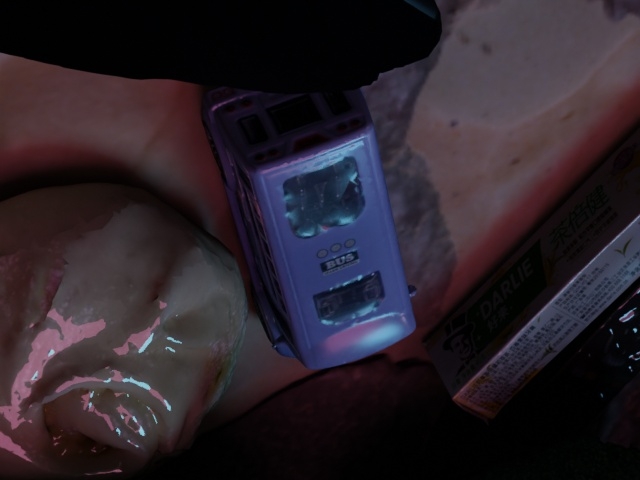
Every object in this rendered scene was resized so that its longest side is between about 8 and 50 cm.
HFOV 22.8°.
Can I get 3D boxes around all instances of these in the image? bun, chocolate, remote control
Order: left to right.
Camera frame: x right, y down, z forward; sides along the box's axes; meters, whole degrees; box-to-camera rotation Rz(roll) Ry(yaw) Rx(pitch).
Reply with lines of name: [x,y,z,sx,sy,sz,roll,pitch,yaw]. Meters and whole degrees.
bun: [-0.111,0.065,0.701,0.183,0.102,0.183,-14,137,-13]
chocolate: [-0.060,-0.162,0.524,0.224,0.206,0.177,23,72,-49]
remote control: [0.188,0.026,0.863,0.063,0.025,0.245,23,116,-40]

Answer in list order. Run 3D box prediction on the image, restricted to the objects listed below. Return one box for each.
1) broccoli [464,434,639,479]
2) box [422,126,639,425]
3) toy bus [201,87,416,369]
broccoli: [0.129,0.228,0.840,0.295,0.265,0.245,-11,109,26]
box: [0.136,0.004,0.801,0.041,0.050,0.207,29,113,-37]
toy bus: [0.000,0.000,0.714,0.073,0.076,0.167,-22,135,-6]
